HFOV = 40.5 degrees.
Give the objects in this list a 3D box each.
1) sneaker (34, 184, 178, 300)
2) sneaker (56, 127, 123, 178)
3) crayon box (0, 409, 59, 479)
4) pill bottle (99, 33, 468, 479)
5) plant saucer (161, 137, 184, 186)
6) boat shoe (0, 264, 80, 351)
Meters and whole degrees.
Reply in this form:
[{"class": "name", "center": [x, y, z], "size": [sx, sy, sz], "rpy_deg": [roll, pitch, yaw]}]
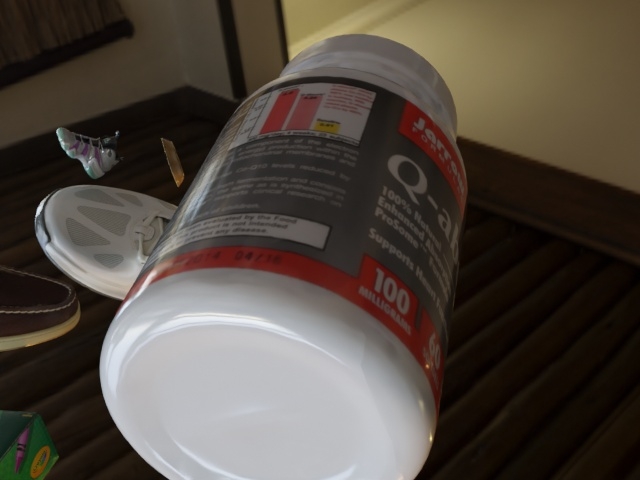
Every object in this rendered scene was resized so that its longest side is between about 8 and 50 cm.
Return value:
[{"class": "sneaker", "center": [-0.147, -0.006, 1.198], "size": [0.448, 0.257, 0.169], "rpy_deg": [21, -122, -23]}, {"class": "sneaker", "center": [-0.301, -0.131, 1.161], "size": [0.069, 0.098, 0.038], "rpy_deg": [-30, -125, 5]}, {"class": "crayon box", "center": [-0.491, 0.291, 1.074], "size": [0.278, 0.081, 0.165], "rpy_deg": [-1, -149, 20]}, {"class": "pill bottle", "center": [0.000, 0.000, 0.647], "size": [0.210, 0.210, 0.363], "rpy_deg": [2, -141, 14]}, {"class": "plant saucer", "center": [-0.237, -0.128, 1.404], "size": [0.015, 0.083, 0.083], "rpy_deg": [-18, -144, -4]}, {"class": "boat shoe", "center": [-0.455, 0.045, 1.030], "size": [0.342, 0.123, 0.123], "rpy_deg": [9, -153, -19]}]
